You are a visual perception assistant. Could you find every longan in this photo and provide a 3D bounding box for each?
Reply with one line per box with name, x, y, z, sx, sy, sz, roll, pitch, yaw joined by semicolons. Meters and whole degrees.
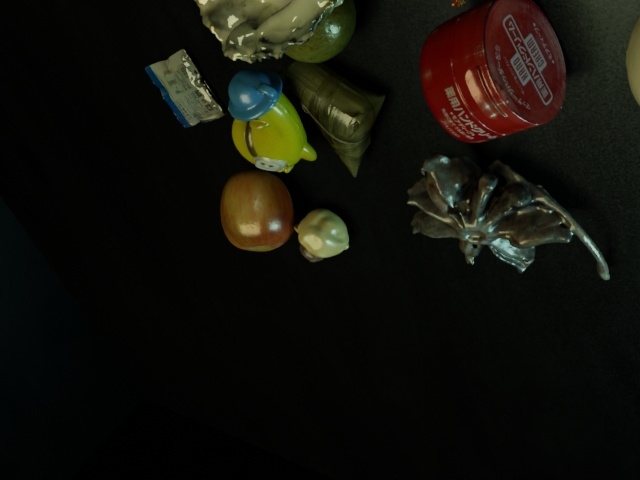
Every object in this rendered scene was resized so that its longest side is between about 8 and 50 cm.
longan;-0.023;-0.373;1.139;0.154;0.145;0.176;-27;141;37

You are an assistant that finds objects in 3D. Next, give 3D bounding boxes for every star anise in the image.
star anise;0.304;-0.046;1.223;0.359;0.139;0.315;42;157;-29

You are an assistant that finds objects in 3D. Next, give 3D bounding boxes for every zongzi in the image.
zongzi;0.010;-0.238;1.321;0.205;0.094;0.204;37;153;16

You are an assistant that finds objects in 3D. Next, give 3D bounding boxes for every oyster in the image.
oyster;-0.073;-0.390;1.012;0.351;0.114;0.238;-7;107;38

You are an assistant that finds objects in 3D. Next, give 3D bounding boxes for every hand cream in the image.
hand cream;0.246;-0.241;0.989;0.125;0.193;0.193;-13;119;53

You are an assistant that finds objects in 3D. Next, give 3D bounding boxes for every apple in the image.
apple;-0.146;-0.069;1.584;0.199;0.199;0.199;26;143;22

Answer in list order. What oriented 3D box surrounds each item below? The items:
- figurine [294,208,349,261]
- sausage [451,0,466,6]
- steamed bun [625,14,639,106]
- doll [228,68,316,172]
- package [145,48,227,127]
figurine;0.000;0.000;1.597;0.114;0.108;0.196;49;165;8
sausage;0.204;-0.430;0.922;0.083;0.083;0.264;27;144;21
steamed bun;0.483;-0.210;0.828;0.231;0.145;0.232;26;143;21
doll;-0.093;-0.223;1.352;0.199;0.145;0.363;25;169;3
package;-0.309;-0.340;1.575;0.173;0.027;0.171;-3;129;47
